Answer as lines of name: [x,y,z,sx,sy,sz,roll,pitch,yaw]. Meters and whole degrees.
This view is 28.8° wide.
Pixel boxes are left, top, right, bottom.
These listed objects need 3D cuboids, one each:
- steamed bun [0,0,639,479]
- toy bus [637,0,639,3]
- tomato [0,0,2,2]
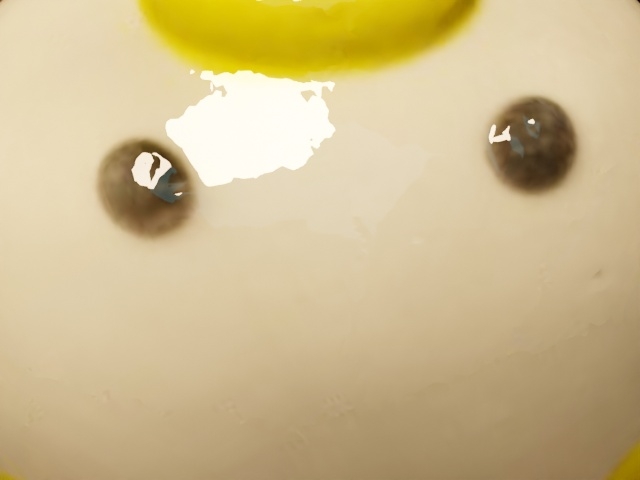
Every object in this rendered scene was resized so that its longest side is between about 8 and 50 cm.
steamed bun: [0.000,0.002,0.585,0.374,0.334,0.334,-8,64,-5]
toy bus: [0.055,-0.175,0.745,0.288,0.175,0.138,-2,59,4]
tomato: [-0.265,-0.173,0.737,0.200,0.139,0.233,40,64,7]
